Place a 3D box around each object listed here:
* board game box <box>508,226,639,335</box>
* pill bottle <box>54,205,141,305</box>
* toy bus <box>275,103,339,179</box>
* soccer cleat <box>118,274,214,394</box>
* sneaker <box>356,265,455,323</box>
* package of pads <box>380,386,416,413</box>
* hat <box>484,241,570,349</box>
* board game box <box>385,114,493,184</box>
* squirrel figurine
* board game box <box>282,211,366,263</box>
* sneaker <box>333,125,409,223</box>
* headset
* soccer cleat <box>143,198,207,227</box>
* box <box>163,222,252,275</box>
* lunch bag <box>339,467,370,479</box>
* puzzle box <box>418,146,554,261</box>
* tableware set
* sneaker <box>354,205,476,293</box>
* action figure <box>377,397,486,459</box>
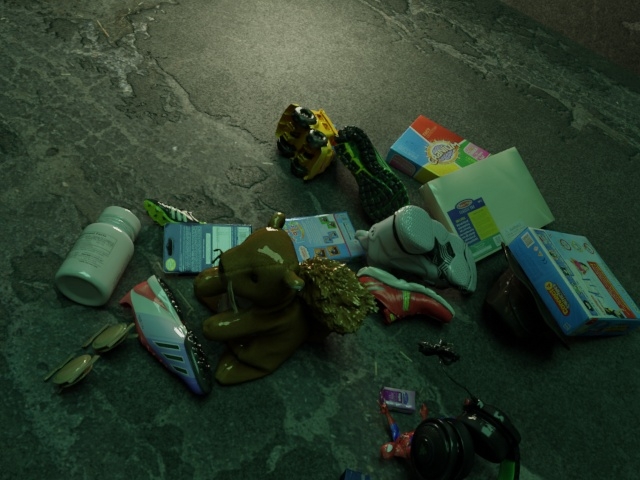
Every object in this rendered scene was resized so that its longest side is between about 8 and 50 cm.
[{"bbox_3d":[0.717,0.117,1.720,0.302,0.086,0.308,7,46,-37],"label":"board game box"},{"bbox_3d":[-0.524,0.032,1.473,0.131,0.131,0.229,17,49,-2],"label":"pill bottle"},{"bbox_3d":[-0.004,-0.304,1.908,0.211,0.149,0.220,-5,53,-40],"label":"toy bus"},{"bbox_3d":[-0.348,0.229,1.395,0.116,0.109,0.318,-31,66,-8],"label":"soccer cleat"},{"bbox_3d":[0.210,0.171,1.607,0.279,0.107,0.118,20,67,6],"label":"sneaker"},{"bbox_3d":[0.184,0.378,1.452,0.083,0.032,0.050,11,47,-7],"label":"package of pads"},{"bbox_3d":[0.520,0.174,1.637,0.331,0.134,0.331,50,16,-20],"label":"hat"},{"bbox_3d":[0.406,-0.263,2.024,0.316,0.064,0.242,32,50,11],"label":"board game box"},{"bbox_3d":[-0.081,0.106,1.377,0.397,0.370,0.281,-1,51,-17],"label":"squirrel figurine"},{"bbox_3d":[0.000,0.000,1.708,0.211,0.039,0.160,-7,54,-22],"label":"board game box"},{"bbox_3d":[0.169,-0.184,1.832,0.134,0.146,0.344,-28,81,14],"label":"sneaker"},{"bbox_3d":[0.289,0.413,1.306,0.243,0.185,0.394,-13,98,-27],"label":"headset"},{"bbox_3d":[-0.388,-0.062,1.644,0.179,0.060,0.072,31,41,2],"label":"soccer cleat"},{"bbox_3d":[-0.289,0.024,1.580,0.225,0.036,0.136,2,72,-16],"label":"box"},{"bbox_3d":[0.069,0.526,1.273,0.065,0.067,0.098,20,48,1],"label":"lunch bag"},{"bbox_3d":[0.513,-0.109,1.873,0.409,0.052,0.272,-22,83,-30],"label":"puzzle box"},{"bbox_3d":[-0.491,0.253,1.336,0.194,0.128,0.039,-47,118,-40],"label":"tableware set"},{"bbox_3d":[0.264,0.043,1.682,0.366,0.210,0.137,37,54,-33],"label":"sneaker"},{"bbox_3d":[0.242,0.398,1.393,0.280,0.091,0.139,-19,92,-27],"label":"action figure"}]
